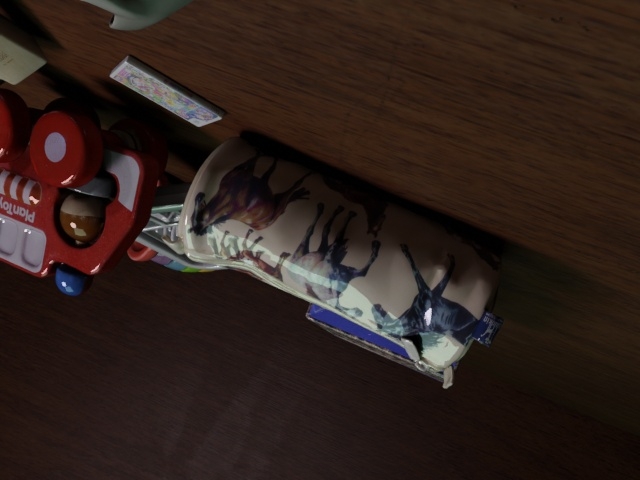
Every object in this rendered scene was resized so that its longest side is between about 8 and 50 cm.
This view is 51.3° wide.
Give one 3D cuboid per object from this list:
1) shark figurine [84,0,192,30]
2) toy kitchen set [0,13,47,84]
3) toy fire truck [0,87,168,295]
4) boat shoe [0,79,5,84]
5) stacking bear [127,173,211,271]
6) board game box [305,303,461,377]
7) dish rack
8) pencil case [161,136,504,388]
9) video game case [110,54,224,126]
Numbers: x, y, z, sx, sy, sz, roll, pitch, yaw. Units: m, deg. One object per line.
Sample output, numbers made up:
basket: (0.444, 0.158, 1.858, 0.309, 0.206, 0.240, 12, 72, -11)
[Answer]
shark figurine: (-0.166, -0.205, 0.335, 0.278, 0.116, 0.166, 36, -161, -25)
toy kitchen set: (-0.457, -0.226, 0.746, 0.166, 0.207, 0.122, 57, -175, 8)
toy fire truck: (-0.365, -0.064, 0.934, 0.302, 0.254, 0.169, 20, -167, 21)
boat shoe: (-0.547, -0.242, 0.953, 0.103, 0.118, 0.320, 8, 176, -44)
stacking bear: (-0.235, -0.006, 1.380, 0.288, 0.176, 0.164, 15, 147, -31)
board game box: (0.129, 0.120, 1.082, 0.232, 0.141, 0.291, 21, 171, 15)
dish rack: (-0.166, -0.030, 1.119, 0.285, 0.073, 0.333, -6, 160, 18)
pencil case: (0.022, 0.020, 0.837, 0.410, 0.184, 0.160, 24, 153, 0)
video game case: (-0.180, -0.171, 0.777, 0.122, 0.011, 0.087, 28, 169, -26)
